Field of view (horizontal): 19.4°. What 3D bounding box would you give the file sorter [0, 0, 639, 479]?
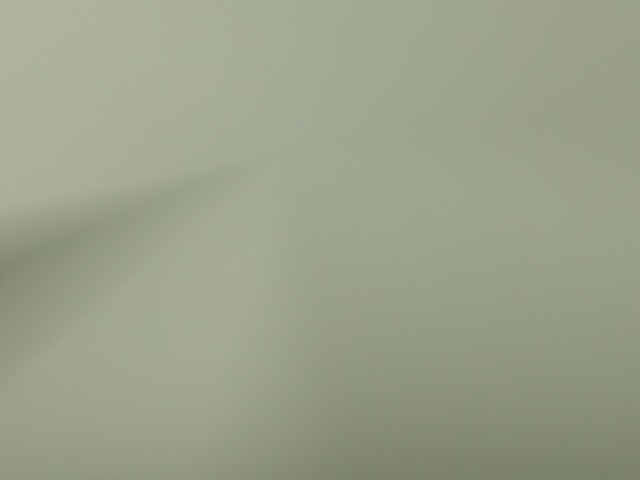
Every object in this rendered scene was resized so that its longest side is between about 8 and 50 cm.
[{"bbox_3d":[0.016,-0.064,0.428,0.278,0.192,0.173,-55,21,12],"label":"file sorter"}]
